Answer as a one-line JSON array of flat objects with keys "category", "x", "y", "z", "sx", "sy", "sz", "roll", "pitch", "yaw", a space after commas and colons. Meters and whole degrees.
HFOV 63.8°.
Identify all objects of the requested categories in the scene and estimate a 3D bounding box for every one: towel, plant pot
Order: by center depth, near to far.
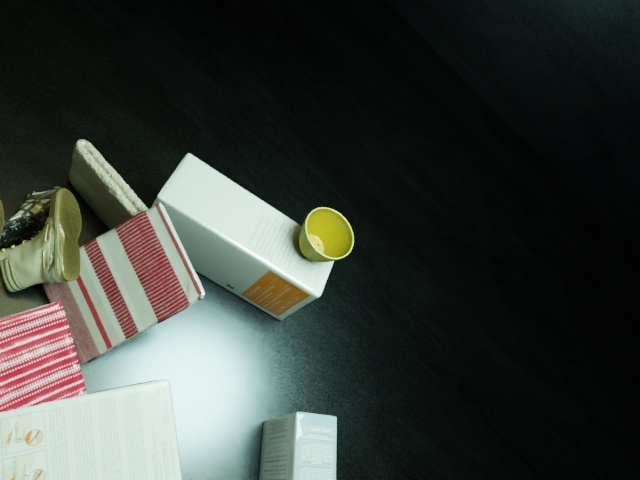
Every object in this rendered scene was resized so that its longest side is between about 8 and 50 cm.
[{"category": "towel", "x": -0.576, "y": 0.280, "z": 1.020, "sx": 0.198, "sy": 0.031, "sz": 0.275, "roll": -19, "pitch": 99, "yaw": -46}, {"category": "towel", "x": -0.439, "y": 0.095, "z": 1.134, "sx": 0.328, "sy": 0.037, "sz": 0.237, "roll": -29, "pitch": 83, "yaw": 5}, {"category": "towel", "x": -0.492, "y": -0.093, "z": 1.227, "sx": 0.282, "sy": 0.187, "sz": 0.049, "roll": 51, "pitch": 53, "yaw": -3}, {"category": "plant pot", "x": 0.000, "y": 0.000, "z": 1.259, "sx": 0.134, "sy": 0.095, "sz": 0.134, "roll": 15, "pitch": 59, "yaw": -26}]

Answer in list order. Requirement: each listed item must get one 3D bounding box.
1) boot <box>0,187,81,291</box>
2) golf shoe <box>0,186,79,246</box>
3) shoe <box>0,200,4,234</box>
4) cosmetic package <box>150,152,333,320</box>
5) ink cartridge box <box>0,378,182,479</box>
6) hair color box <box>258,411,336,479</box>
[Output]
[{"category": "boot", "x": -0.614, "y": -0.002, "z": 1.125, "sx": 0.164, "sy": 0.077, "sz": 0.214, "roll": -12, "pitch": 73, "yaw": 11}, {"category": "golf shoe", "x": -0.667, "y": -0.058, "z": 1.186, "sx": 0.198, "sy": 0.077, "sz": 0.094, "roll": -33, "pitch": 57, "yaw": -30}, {"category": "shoe", "x": -0.717, "y": 0.008, "z": 1.072, "sx": 0.058, "sy": 0.076, "sz": 0.219, "roll": 10, "pitch": 92, "yaw": -2}, {"category": "cosmetic package", "x": -0.212, "y": 0.006, "z": 1.329, "sx": 0.453, "sy": 0.230, "sz": 0.162, "roll": 33, "pitch": 53, "yaw": -14}, {"category": "ink cartridge box", "x": -0.475, "y": 0.463, "z": 1.010, "sx": 0.384, "sy": 0.091, "sz": 0.309, "roll": -4, "pitch": 77, "yaw": -31}, {"category": "hair color box", "x": -0.058, "y": 0.596, "z": 1.159, "sx": 0.113, "sy": 0.185, "sz": 0.375, "roll": 17, "pitch": 59, "yaw": -25}]
